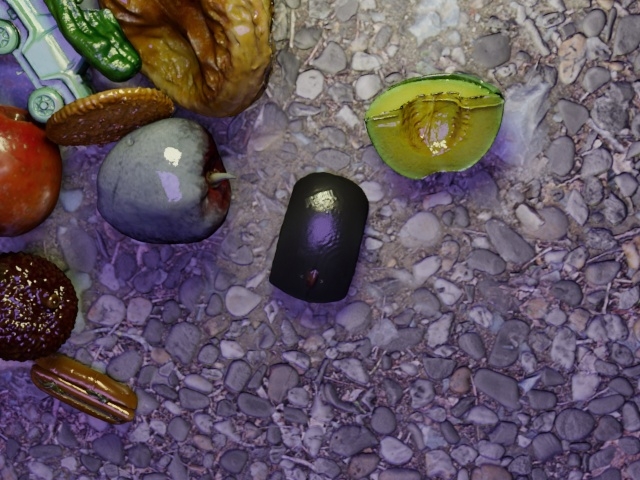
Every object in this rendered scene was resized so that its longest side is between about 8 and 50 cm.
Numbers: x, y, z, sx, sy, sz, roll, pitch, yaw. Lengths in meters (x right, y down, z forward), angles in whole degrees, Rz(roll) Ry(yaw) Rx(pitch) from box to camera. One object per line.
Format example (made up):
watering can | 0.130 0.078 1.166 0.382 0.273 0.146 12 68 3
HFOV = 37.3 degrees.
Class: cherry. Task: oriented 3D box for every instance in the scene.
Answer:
cherry | -0.296 -0.110 1.852 0.296 0.218 0.255 -10 135 13

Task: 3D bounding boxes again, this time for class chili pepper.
chili pepper | -0.432 -0.397 1.759 0.099 0.083 0.253 -38 96 -22

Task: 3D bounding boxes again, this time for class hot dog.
hot dog | -0.518 0.328 2.073 0.250 0.068 0.100 26 107 -4

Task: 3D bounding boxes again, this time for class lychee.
lychee | -0.629 0.139 1.950 0.271 0.236 0.235 -15 106 30

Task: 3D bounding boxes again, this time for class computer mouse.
computer mouse | 0.000 0.000 1.934 0.170 0.100 0.269 14 106 1

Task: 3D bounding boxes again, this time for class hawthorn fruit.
hawthorn fruit | -0.641 -0.130 1.843 0.284 0.284 0.284 1 106 3

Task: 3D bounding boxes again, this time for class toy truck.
toy truck | -0.532 -0.358 1.835 0.156 0.155 0.278 -32 102 3

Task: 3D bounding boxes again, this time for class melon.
melon | 0.220 -0.223 1.854 0.265 0.129 0.169 -10 127 3

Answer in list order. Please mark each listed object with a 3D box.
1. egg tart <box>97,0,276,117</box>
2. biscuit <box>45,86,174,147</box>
egg tart | -0.229 -0.438 1.732 0.443 0.178 0.443 29 139 29
biscuit | -0.402 -0.230 1.816 0.254 0.254 0.035 -17 81 8
